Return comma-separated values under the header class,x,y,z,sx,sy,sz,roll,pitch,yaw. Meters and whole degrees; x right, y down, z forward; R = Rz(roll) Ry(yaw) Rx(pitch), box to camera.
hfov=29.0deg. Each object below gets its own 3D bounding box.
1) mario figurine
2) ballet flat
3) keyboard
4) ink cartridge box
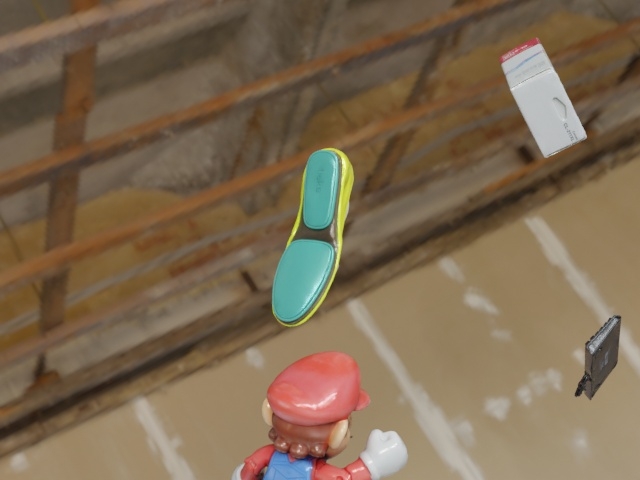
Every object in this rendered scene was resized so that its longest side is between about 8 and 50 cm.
class,x,y,z,sx,sy,sz,roll,pitch,yaw
mario figurine,-0.006,0.299,1.586,0.170,0.198,0.320,-139,64,-83
ballet flat,0.000,0.000,1.543,0.077,0.077,0.231,34,-113,-65
keyboard,0.416,0.186,1.872,0.108,0.023,0.180,-50,-27,-16
ink cartridge box,0.337,-0.221,1.894,0.072,0.127,0.175,-26,20,13
